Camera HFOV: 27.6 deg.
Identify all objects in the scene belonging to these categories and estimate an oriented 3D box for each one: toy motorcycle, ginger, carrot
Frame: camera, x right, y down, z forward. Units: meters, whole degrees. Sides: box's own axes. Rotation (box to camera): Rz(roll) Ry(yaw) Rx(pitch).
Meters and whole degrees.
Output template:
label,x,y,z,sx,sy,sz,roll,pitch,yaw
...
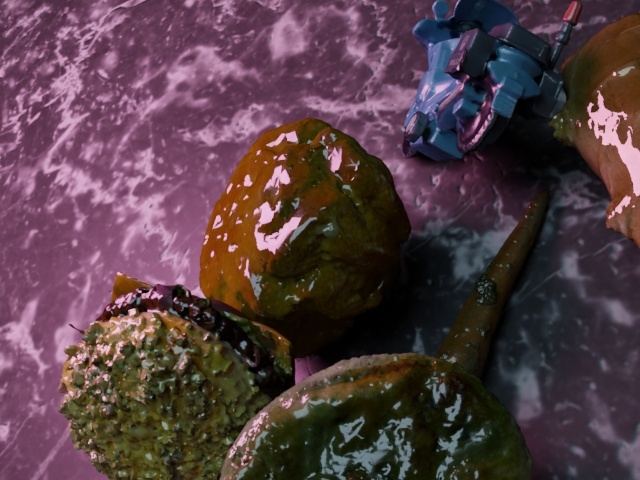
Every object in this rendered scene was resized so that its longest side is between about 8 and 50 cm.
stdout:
label,x,y,z,sx,sy,sz,roll,pitch,yaw
toy motorcycle,0.154,-0.163,1.294,0.182,0.123,0.272,-64,13,-3
ginger,0.349,-0.056,1.152,0.236,0.166,0.376,-12,69,-9
carrot,0.163,0.052,1.233,0.049,0.049,0.254,11,61,39

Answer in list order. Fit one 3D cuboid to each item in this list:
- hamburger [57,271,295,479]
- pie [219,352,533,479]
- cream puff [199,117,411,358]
label,x,y,z,sx,sy,sz,roll,pitch,yaw
hamburger,-0.125,0.160,1.207,0.261,0.243,0.139,13,35,20
pie,0.051,0.228,1.078,0.276,0.078,0.277,-1,69,3
cream puff,-0.016,-0.003,1.285,0.244,0.196,0.244,-20,48,23
